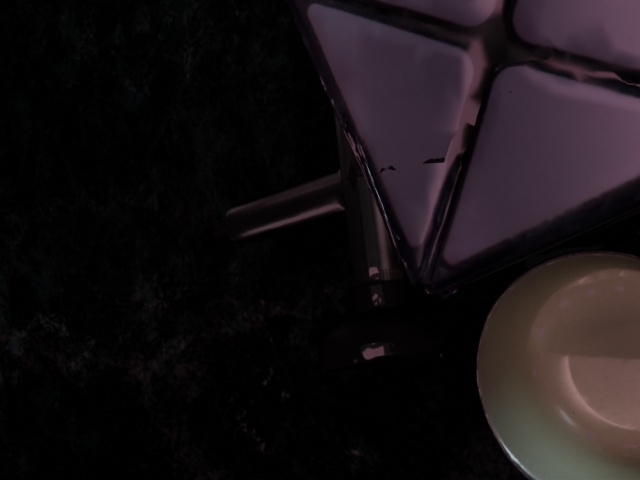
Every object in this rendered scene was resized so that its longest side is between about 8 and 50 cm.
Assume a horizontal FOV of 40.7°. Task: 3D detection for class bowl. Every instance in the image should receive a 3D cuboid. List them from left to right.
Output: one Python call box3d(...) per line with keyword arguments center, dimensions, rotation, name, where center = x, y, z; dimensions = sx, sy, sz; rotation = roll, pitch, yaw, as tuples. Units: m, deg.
box3d(center=(0.278, 0.120, 0.805), dimensions=(0.237, 0.126, 0.238), rotation=(3, 96, 33), name="bowl")

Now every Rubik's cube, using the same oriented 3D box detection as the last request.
box3d(center=(0.199, -0.159, 0.734), dimensions=(0.310, 0.307, 0.305), rotation=(-29, 80, 32), name="Rubik's cube")

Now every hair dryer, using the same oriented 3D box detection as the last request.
box3d(center=(0.014, 0.016, 1.012), dimensions=(0.284, 0.155, 0.320), rotation=(-36, 60, 50), name="hair dryer")
